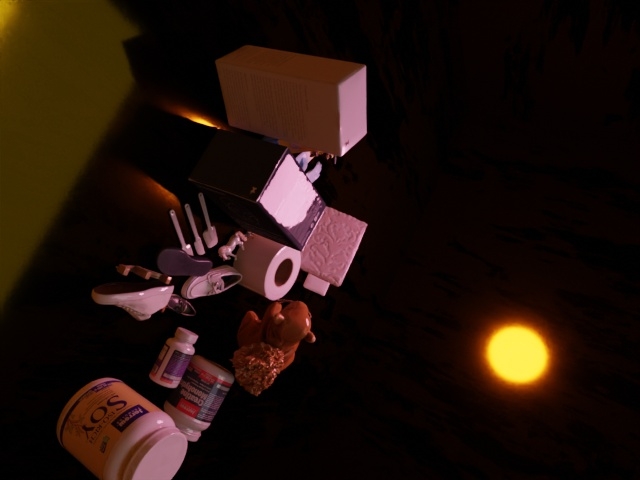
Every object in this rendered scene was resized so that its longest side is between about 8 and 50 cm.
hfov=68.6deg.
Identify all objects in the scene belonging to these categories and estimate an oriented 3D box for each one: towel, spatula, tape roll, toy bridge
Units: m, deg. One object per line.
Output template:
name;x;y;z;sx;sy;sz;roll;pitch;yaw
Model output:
towel;0.000;0.000;2.104;0.053;0.332;0.316;98;18;-77
spatula;-0.431;-0.040;1.610;0.168;0.019;0.242;-40;141;-34
tape roll;-0.217;0.104;1.933;0.246;0.169;0.246;-41;142;-43
toy bridge;-0.548;0.098;1.438;0.188;0.063;0.026;27;85;-59

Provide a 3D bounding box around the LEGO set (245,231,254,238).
LEGO set;-0.273;-0.034;1.882;0.083;0.023;0.054;3;92;-41

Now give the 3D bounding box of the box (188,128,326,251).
box;-0.202;-0.165;1.631;0.211;0.294;0.395;-62;153;-13

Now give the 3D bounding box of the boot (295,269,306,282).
boot;-0.090;0.095;2.243;0.228;0.091;0.263;-67;155;-5

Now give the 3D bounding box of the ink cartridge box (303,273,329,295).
ink cartridge box;0.006;0.159;2.324;0.273;0.115;0.198;89;25;-86

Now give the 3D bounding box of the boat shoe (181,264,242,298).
boat shoe;-0.395;0.155;1.735;0.258;0.084;0.095;-29;133;-52

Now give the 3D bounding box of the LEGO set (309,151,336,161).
LEGO set;0.063;-0.496;1.932;0.255;0.192;0.331;-44;143;-65

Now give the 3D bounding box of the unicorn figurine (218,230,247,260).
unicorn figurine;-0.341;0.032;1.788;0.111;0.060;0.161;65;36;-54

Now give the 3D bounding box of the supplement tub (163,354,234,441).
supplement tub;-0.472;0.597;1.792;0.272;0.191;0.191;-61;152;-15

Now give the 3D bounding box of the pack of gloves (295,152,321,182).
pack of gloves;-0.052;-0.309;2.075;0.232;0.046;0.195;-51;147;-31

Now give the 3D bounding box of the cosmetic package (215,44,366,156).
cosmetic package;-0.090;-0.445;1.460;0.161;0.453;0.230;-46;146;-37

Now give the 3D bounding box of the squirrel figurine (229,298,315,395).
squirrel figurine;-0.181;0.422;1.877;0.370;0.281;0.397;-38;-164;48

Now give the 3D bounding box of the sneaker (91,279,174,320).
sneaker;-0.565;0.193;1.426;0.290;0.106;0.123;8;100;-64

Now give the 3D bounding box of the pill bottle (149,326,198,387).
pill bottle;-0.516;0.414;1.671;0.193;0.108;0.108;-64;153;-8

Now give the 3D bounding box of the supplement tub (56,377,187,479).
supplement tub;-0.593;0.590;1.411;0.241;0.331;0.241;-41;142;-43

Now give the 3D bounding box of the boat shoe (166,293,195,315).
boat shoe;-0.490;0.229;1.651;0.056;0.049;0.152;-64;152;-9

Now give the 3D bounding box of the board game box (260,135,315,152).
board game box;-0.051;-0.419;1.704;0.064;0.317;0.242;51;61;-34

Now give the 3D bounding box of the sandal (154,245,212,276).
sandal;-0.469;0.073;1.581;0.097;0.054;0.254;-51;154;2
